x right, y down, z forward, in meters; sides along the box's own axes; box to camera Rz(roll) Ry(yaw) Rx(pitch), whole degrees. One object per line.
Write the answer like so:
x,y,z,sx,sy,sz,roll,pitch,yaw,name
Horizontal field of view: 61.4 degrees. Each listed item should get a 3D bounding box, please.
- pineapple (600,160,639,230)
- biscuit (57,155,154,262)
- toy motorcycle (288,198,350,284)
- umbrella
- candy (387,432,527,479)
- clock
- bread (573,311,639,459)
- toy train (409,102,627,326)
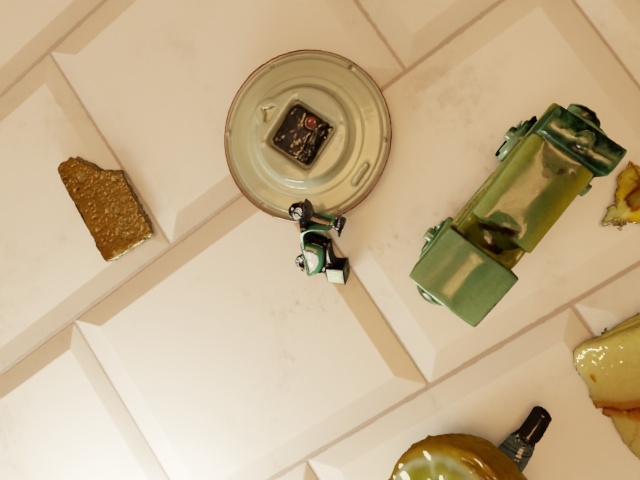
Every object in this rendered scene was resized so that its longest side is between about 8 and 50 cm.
0.505,-0.056,0.867,0.114,0.077,0.114,47,115,12,pineapple
-0.444,-0.083,1.115,0.131,0.026,0.236,-30,85,11,biscuit
0.000,0.000,0.961,0.100,0.058,0.173,4,129,16,toy motorcycle
0.321,0.395,0.939,0.053,0.052,0.250,35,102,36,umbrella
0.228,0.452,0.892,0.260,0.118,0.259,-9,74,36,candy
-0.029,-0.189,0.983,0.319,0.080,0.318,1,93,13,clock
0.552,0.232,0.889,0.178,0.135,0.240,-33,85,46,bread
0.290,-0.045,0.825,0.160,0.253,0.397,39,101,8,toy train
